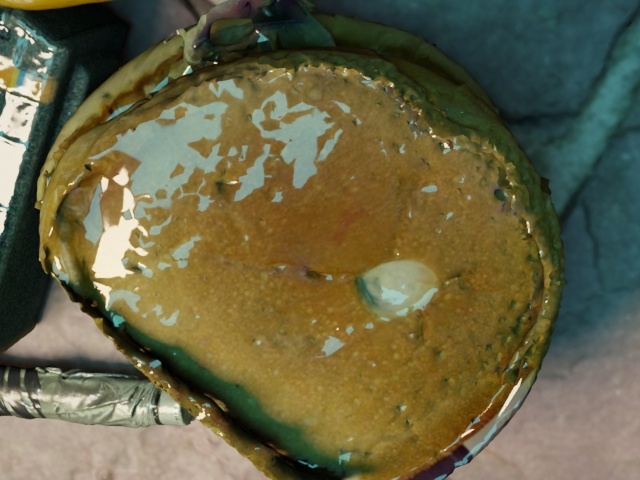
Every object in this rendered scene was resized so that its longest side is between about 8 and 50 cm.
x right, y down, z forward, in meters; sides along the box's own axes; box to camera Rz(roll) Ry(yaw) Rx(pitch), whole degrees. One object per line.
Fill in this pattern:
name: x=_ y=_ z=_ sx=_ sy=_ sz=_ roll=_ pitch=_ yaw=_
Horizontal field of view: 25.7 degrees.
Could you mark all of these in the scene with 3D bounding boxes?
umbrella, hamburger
umbrella: x=-0.182 y=0.114 z=1.041 sx=0.188 sy=0.050 sz=0.046 roll=1 pitch=82 yaw=15
hamburger: x=0.000 y=0.000 z=0.869 sx=0.277 sy=0.195 sz=0.318 roll=-42 pitch=105 yaw=7

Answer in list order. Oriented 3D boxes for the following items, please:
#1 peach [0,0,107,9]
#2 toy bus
peach: x=-0.132 y=-0.221 z=0.845 sx=0.251 sy=0.251 sz=0.153 roll=6 pitch=107 yaw=13
toy bus: x=-0.250 y=-0.057 z=0.968 sx=0.167 sy=0.138 sz=0.275 roll=22 pitch=108 yaw=7
